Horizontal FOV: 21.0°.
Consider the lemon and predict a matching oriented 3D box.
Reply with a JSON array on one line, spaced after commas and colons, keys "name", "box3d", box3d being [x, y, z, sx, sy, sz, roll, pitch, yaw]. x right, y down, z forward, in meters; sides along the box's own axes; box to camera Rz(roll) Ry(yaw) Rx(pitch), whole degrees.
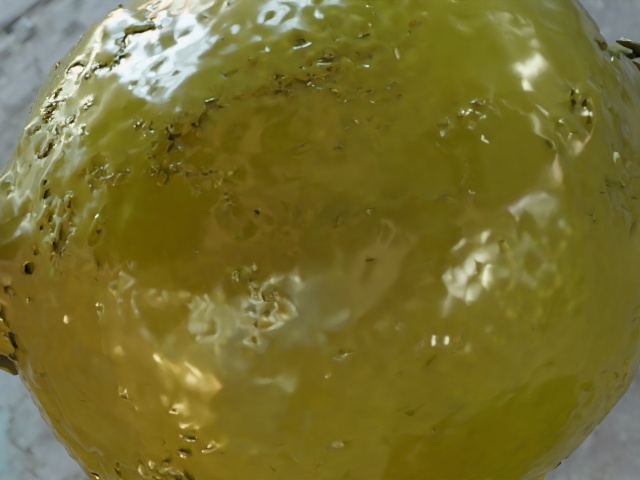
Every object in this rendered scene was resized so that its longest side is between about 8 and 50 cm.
[{"name": "lemon", "box3d": [0.000, 0.000, 0.470, 0.206, 0.173, 0.173, -8, 51, -14]}]
